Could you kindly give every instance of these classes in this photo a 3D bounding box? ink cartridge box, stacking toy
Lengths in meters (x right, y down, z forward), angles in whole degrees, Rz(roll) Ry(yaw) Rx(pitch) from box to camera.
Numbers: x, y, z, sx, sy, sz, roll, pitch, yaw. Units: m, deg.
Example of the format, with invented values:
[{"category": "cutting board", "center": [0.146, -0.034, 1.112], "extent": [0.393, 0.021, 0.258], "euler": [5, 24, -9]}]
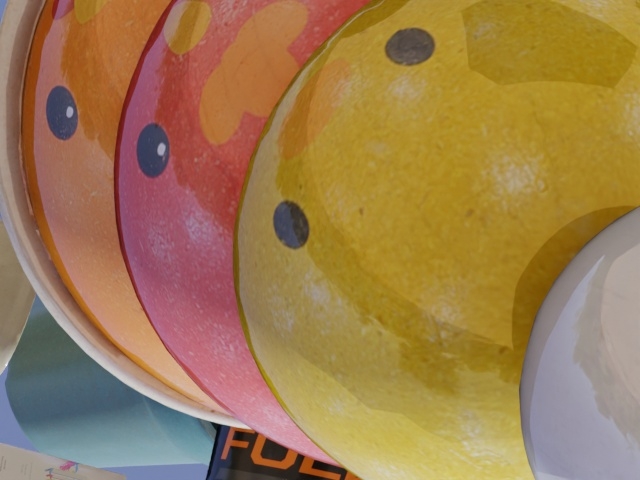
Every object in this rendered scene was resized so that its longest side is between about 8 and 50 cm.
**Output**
[{"category": "ink cartridge box", "center": [-0.239, 0.258, 1.157], "extent": [0.143, 0.092, 0.090], "euler": [18, -168, -14]}, {"category": "stacking toy", "center": [0.066, -0.014, 0.495], "extent": [0.350, 0.351, 0.480], "euler": [-14, -161, -15]}]

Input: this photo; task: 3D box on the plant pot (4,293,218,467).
[{"category": "plant pot", "center": [-0.207, 0.150, 1.658], "extent": [0.334, 0.341, 0.341], "euler": [-14, -143, 32]}]

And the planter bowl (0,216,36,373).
[{"category": "planter bowl", "center": [-0.349, 0.044, 1.263], "extent": [0.109, 0.162, 0.162], "euler": [21, -138, -19]}]

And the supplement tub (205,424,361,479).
[{"category": "supplement tub", "center": [-0.002, 0.210, 1.248], "extent": [0.207, 0.207, 0.338], "euler": [10, -104, 7]}]
